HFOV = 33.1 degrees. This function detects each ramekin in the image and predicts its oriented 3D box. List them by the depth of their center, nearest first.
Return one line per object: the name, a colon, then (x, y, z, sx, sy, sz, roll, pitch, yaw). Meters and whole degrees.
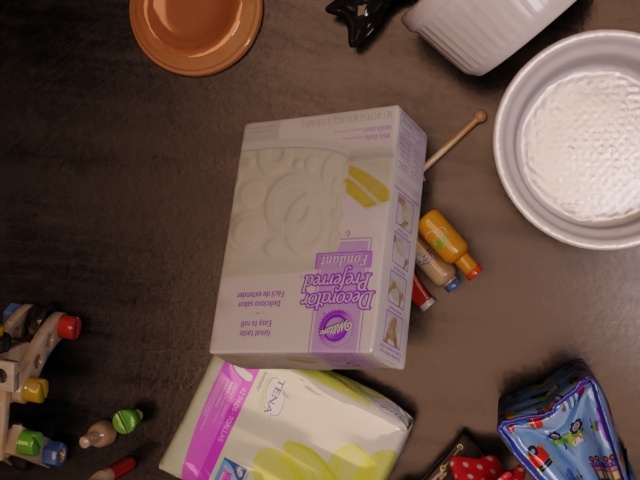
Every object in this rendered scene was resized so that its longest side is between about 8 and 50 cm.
ramekin: (0.244, -0.326, 1.368, 0.273, 0.273, 0.127, -41, 95, 8)
ramekin: (0.366, -0.127, 1.405, 0.277, 0.135, 0.277, 0, 91, 10)

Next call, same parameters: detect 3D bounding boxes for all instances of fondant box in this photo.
fondant box: (0.000, 0.000, 1.405, 0.238, 0.096, 0.330, -4, 69, 29)

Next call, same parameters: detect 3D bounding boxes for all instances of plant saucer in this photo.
plant saucer: (-0.184, -0.337, 1.550, 0.200, 0.037, 0.200, 0, 90, 11)

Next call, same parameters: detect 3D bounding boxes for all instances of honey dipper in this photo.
honey dipper: (0.170, -0.123, 1.496, 0.161, 0.030, 0.030, -41, 84, 4)

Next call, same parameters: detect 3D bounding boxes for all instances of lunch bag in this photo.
lunch bag: (0.350, 0.318, 1.367, 0.138, 0.221, 0.293, -29, 85, 9)

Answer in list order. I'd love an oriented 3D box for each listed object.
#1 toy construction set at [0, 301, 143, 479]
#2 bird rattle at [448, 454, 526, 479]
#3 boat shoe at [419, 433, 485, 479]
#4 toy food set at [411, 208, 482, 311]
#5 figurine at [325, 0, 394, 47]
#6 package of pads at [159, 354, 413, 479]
toy construction set: (-0.412, 0.239, 1.494, 0.309, 0.237, 0.257, 33, 96, 8)
bird rattle: (0.233, 0.408, 1.389, 0.143, 0.207, 0.253, -19, 55, 27)
boat shoe: (0.134, 0.360, 1.481, 0.228, 0.081, 0.068, -39, 81, 1)
toy food set: (0.105, 0.070, 1.464, 0.232, 0.111, 0.104, -42, 84, 9)
figurine: (0.061, -0.408, 1.485, 0.209, 0.092, 0.215, -40, 83, 12)
package of pads: (-0.044, 0.276, 1.499, 0.297, 0.101, 0.229, 27, 96, 8)
